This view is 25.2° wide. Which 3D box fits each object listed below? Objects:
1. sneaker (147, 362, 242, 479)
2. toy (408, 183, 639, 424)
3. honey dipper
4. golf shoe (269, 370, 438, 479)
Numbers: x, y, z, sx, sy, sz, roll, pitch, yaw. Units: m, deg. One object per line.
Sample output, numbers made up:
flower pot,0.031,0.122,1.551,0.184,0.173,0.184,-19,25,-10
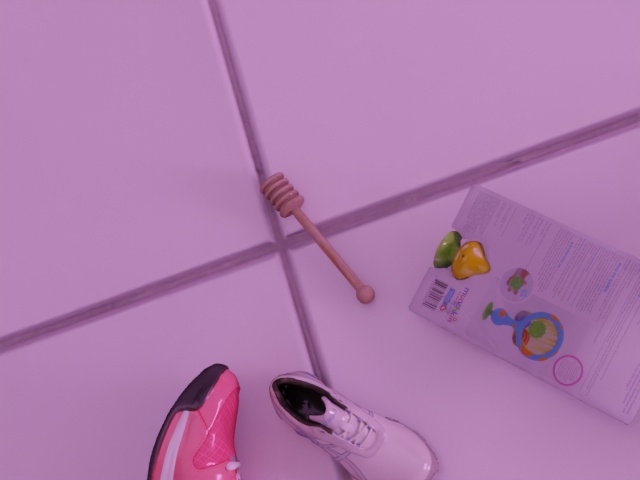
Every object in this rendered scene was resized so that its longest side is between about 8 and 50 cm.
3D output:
sneaker,-0.095,0.275,1.333,0.136,0.116,0.313,11,87,7
toy,0.214,0.057,1.314,0.237,0.056,0.137,27,89,25
honey dipper,0.000,0.000,1.404,0.030,0.030,0.160,-41,74,3
golf shoe,0.024,0.178,1.322,0.176,0.086,0.069,26,83,18
